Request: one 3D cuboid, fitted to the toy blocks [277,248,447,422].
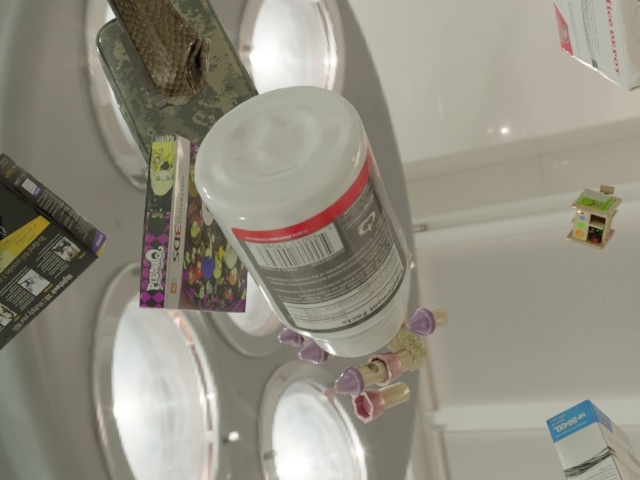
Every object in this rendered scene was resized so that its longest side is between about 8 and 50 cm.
[{"bbox_3d":[0.051,0.176,1.491,0.260,0.288,0.309,-11,-44,-37],"label":"toy blocks"}]

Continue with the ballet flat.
[{"bbox_3d":[-0.142,-0.213,0.515,0.084,0.058,0.250,-113,0,-70],"label":"ballet flat"}]

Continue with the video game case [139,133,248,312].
[{"bbox_3d":[-0.155,-0.011,0.980,0.232,0.041,0.210,21,-109,-70],"label":"video game case"}]

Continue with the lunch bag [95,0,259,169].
[{"bbox_3d":[-0.214,-0.210,1.241,0.305,0.212,0.256,62,174,18],"label":"lunch bag"}]

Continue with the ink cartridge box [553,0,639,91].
[{"bbox_3d":[0.418,-0.334,1.050,0.237,0.100,0.172,-102,-8,-63],"label":"ink cartridge box"}]

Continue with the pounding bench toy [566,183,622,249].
[{"bbox_3d":[0.390,-0.034,1.045,0.083,0.052,0.065,-38,-44,-39],"label":"pounding bench toy"}]

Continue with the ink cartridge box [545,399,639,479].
[{"bbox_3d":[0.446,0.374,1.149,0.148,0.086,0.203,41,-153,-31],"label":"ink cartridge box"}]

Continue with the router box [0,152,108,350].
[{"bbox_3d":[-0.589,0.029,1.368,0.243,0.309,0.081,43,-161,-22],"label":"router box"}]

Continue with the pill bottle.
[{"bbox_3d":[0.000,0.000,0.830,0.318,0.176,0.176,64,-152,-49],"label":"pill bottle"}]
